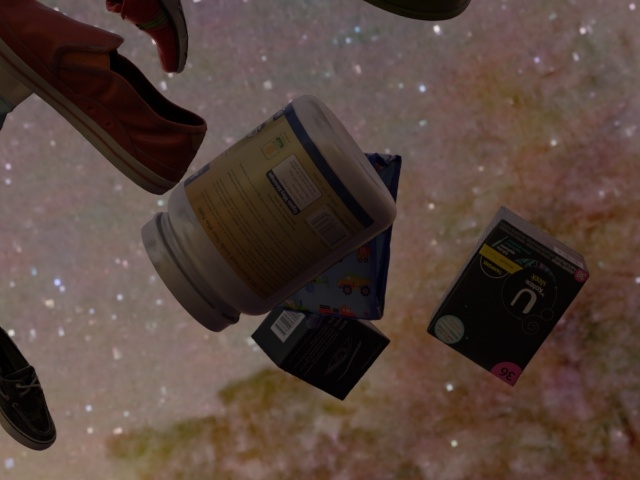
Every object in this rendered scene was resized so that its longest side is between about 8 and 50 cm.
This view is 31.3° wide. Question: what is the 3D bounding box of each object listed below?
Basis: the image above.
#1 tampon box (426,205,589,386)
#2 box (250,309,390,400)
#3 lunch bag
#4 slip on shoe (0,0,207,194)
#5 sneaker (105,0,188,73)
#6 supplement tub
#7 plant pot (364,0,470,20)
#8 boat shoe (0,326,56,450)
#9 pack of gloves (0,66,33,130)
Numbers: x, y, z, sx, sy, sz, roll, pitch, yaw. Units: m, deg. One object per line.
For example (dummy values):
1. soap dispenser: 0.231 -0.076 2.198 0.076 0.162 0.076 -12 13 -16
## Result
1. tampon box: 0.218 0.063 1.333 0.161 0.120 0.101 -59 -3 14
2. box: 0.002 0.183 2.114 0.153 0.108 0.207 -51 -45 3
3. lunch bag: 0.000 0.000 1.851 0.220 0.293 0.138 5 4 23
4. slip on shoe: -0.253 -0.189 1.193 0.101 0.331 0.123 -44 15 13
5. sneaker: -0.284 -0.380 1.841 0.118 0.107 0.279 -14 -39 -3
6. supplement tub: -0.075 -0.034 1.633 0.316 0.228 0.228 -35 -24 8
7. plant pot: 0.169 -0.600 1.781 0.366 0.366 0.353 -1 -39 -36
8. boat shoe: -0.479 0.228 1.785 0.070 0.219 0.078 -38 -4 37
9. pack of gloves: -0.439 -0.224 1.380 0.195 0.046 0.232 39 -37 -18
